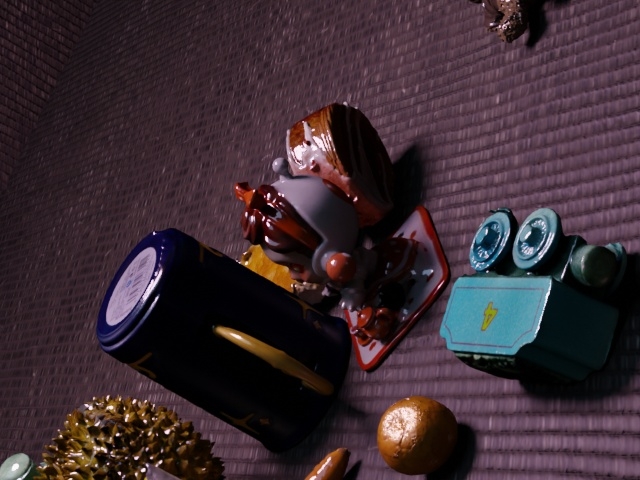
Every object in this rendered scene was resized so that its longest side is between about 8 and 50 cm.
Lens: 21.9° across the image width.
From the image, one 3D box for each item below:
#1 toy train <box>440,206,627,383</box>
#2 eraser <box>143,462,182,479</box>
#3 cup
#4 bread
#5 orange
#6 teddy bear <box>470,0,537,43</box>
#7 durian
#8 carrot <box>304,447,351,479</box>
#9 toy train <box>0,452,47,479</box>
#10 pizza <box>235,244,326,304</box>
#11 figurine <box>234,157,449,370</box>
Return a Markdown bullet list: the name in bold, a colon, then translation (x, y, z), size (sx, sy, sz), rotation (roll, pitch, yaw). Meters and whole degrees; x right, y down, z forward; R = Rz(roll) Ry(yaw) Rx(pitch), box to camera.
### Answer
- **toy train**: translation (0.199, 0.054, 1.550), size (0.198, 0.107, 0.154), rotation (-3, 67, 63)
- **eraser**: translation (-0.116, 0.349, 1.679), size (0.158, 0.226, 0.069), rotation (-60, 15, 1)
- **cup**: translation (-0.093, 0.098, 1.893), size (0.255, 0.256, 0.178), rotation (-29, 37, 49)
- **bread**: translation (0.026, -0.087, 2.006), size (0.073, 0.160, 0.160), rotation (-25, 36, 24)
- **orange**: translation (0.096, 0.193, 1.628), size (0.083, 0.070, 0.083), rotation (-27, 43, 28)
- **teddy bear**: translation (0.224, -0.302, 1.976), size (0.160, 0.078, 0.119), rotation (-130, 38, -59)
- **durian**: translation (-0.209, 0.322, 1.899), size (0.258, 0.258, 0.293), rotation (-43, 43, 33)
- **carrot**: translation (-0.053, 0.335, 1.776), size (0.062, 0.066, 0.271), rotation (28, 76, 40)
- **toy train**: translation (-0.334, 0.385, 2.073), size (0.132, 0.243, 0.188), rotation (-10, 45, 21)
- **pizza**: translation (-0.060, 0.051, 2.123), size (0.297, 0.071, 0.189), rotation (-42, 40, 42)
- **figurine**: translation (0.000, 0.000, 1.860), size (0.160, 0.226, 0.183), rotation (-50, 24, 18)
